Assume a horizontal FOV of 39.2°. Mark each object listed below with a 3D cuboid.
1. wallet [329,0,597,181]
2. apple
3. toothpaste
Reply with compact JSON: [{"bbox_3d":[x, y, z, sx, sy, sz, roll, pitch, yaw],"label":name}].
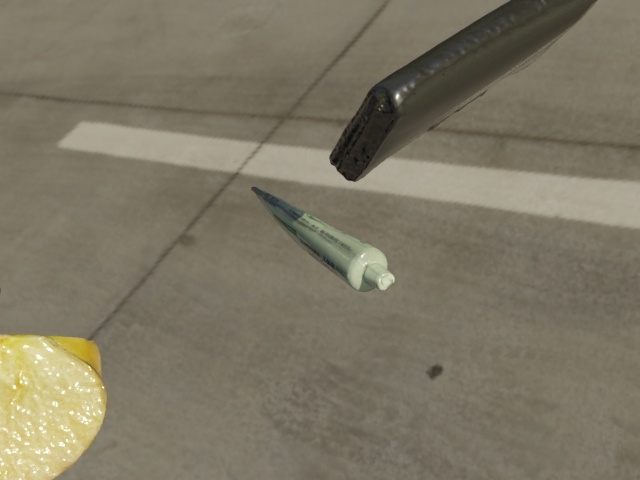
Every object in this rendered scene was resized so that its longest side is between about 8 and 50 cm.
[{"bbox_3d":[0.120,-0.136,0.733,0.250,0.044,0.149,-35,-7,-25],"label":"wallet"},{"bbox_3d":[-0.485,0.228,1.317,0.309,0.252,0.314,9,32,-24],"label":"apple"},{"bbox_3d":[0.000,0.000,0.837,0.041,0.064,0.218,-47,36,-9],"label":"toothpaste"}]
